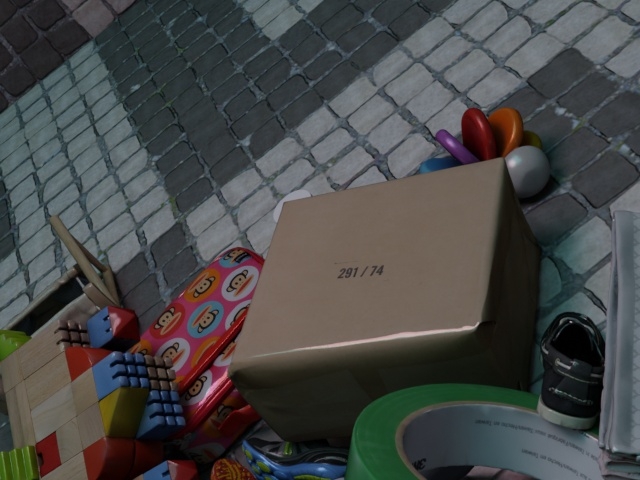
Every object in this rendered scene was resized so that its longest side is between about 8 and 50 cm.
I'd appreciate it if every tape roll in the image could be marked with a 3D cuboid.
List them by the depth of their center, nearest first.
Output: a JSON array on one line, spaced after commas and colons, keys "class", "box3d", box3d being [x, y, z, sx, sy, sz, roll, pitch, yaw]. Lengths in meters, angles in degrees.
[{"class": "tape roll", "box3d": [0.183, 0.241, 1.098, 0.321, 0.321, 0.077, 35, 121, 54]}]

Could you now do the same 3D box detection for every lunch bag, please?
[{"class": "lunch bag", "box3d": [-0.132, 0.168, 1.627, 0.293, 0.120, 0.258, -49, 39, -9]}]

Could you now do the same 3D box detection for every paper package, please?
[{"class": "paper package", "box3d": [0.089, 0.074, 1.424, 0.325, 0.168, 0.309, -11, 41, 25]}]

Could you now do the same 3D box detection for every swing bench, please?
[{"class": "swing bench", "box3d": [-0.459, 0.141, 1.921, 0.253, 0.165, 0.255, -40, 40, 0]}]

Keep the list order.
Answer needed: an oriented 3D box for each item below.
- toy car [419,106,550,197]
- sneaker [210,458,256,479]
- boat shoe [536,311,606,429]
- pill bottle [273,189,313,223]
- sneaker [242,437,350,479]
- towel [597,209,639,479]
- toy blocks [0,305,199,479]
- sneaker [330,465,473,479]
[{"class": "toy car", "box3d": [0.214, -0.111, 1.584, 0.182, 0.136, 0.159, -39, 35, 2]}, {"class": "sneaker", "box3d": [-0.109, 0.345, 1.444, 0.067, 0.064, 0.175, -65, 26, 27]}, {"class": "boat shoe", "box3d": [0.283, 0.122, 1.253, 0.084, 0.079, 0.233, 9, 19, 11]}, {"class": "pill bottle", "box3d": [0.000, 0.000, 1.648, 0.086, 0.152, 0.086, -25, 38, 21]}, {"class": "sneaker", "box3d": [-0.026, 0.280, 1.454, 0.188, 0.067, 0.078, -1, 29, 45]}, {"class": "towel", "box3d": [0.439, 0.099, 1.120, 0.317, 0.053, 0.332, 3, 48, 13]}, {"class": "toy blocks", "box3d": [-0.292, 0.241, 1.521, 0.261, 0.190, 0.381, -34, 60, 31]}, {"class": "sneaker", "box3d": [0.086, 0.302, 1.300, 0.223, 0.083, 0.098, -32, 31, 29]}]
